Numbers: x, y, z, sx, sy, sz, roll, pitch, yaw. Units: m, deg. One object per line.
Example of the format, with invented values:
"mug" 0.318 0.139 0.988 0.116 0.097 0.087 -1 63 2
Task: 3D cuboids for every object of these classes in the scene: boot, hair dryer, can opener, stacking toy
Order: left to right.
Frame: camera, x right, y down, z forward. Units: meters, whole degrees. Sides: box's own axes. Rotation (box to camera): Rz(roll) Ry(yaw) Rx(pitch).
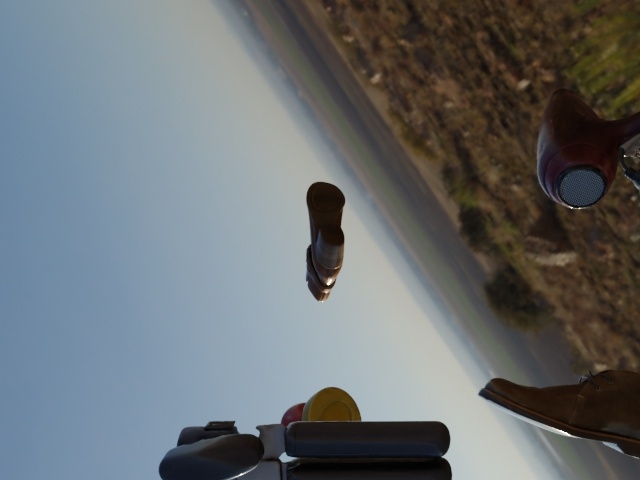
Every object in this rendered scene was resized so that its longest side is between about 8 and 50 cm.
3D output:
"can opener" -0.014 0.223 0.888 0.095 0.283 0.076 -45 -48 -78
"stacking toy" -0.021 0.437 1.529 0.279 0.130 0.309 57 -133 -11
"boot" 0.000 0.000 1.657 0.197 0.073 0.152 -93 11 -46
"boot" 0.368 0.223 1.269 0.305 0.115 0.112 16 179 -11
"hair dryer" 0.330 -0.104 0.931 0.293 0.223 0.080 31 149 55
